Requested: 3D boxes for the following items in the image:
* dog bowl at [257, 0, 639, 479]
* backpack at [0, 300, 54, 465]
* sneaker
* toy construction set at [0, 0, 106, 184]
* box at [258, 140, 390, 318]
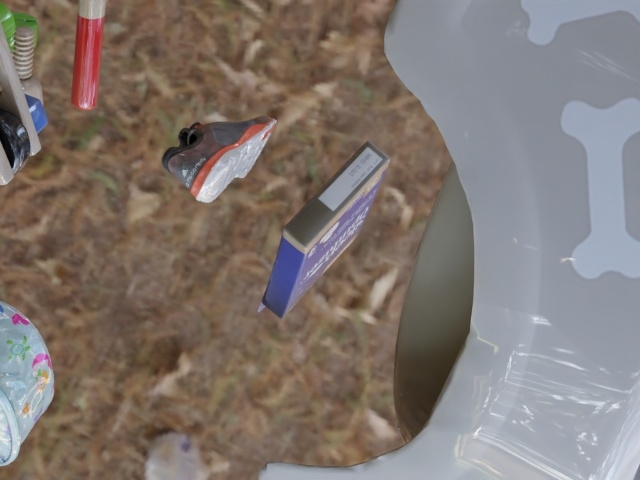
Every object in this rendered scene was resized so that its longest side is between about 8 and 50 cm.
[{"bbox_3d":[0.128,-0.010,0.468,0.349,0.102,0.349,-41,148,-32],"label":"dog bowl"},{"bbox_3d":[-0.426,0.145,1.484,0.225,0.253,0.191,95,13,-46],"label":"backpack"},{"bbox_3d":[-0.090,-0.088,1.202,0.061,0.065,0.158,-60,174,25],"label":"sneaker"},{"bbox_3d":[-0.302,-0.189,1.066,0.309,0.257,0.237,-20,134,-42],"label":"toy construction set"},{"bbox_3d":[0.000,0.000,1.423,0.136,0.036,0.225,-47,172,-24],"label":"box"}]
